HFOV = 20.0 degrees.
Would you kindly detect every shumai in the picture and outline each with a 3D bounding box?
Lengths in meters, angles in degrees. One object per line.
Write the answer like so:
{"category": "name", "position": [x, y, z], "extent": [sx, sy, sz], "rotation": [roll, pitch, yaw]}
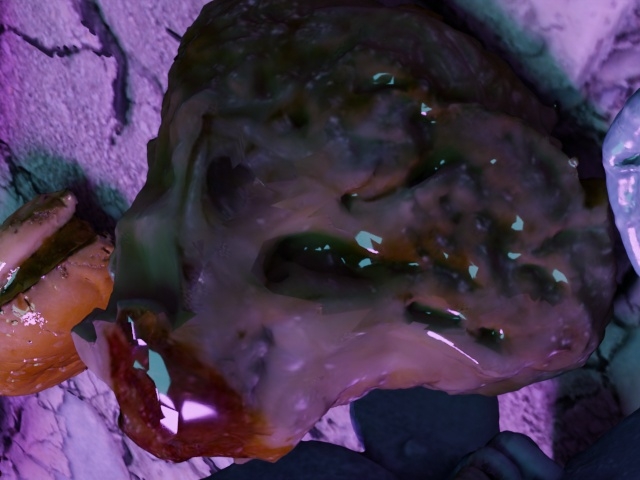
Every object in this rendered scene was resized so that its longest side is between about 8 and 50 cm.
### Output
{"category": "shumai", "position": [-0.002, 0.001, 1.157], "extent": [0.346, 0.283, 0.217], "rotation": [46, 142, 7]}

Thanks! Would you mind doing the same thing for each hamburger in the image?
{"category": "hamburger", "position": [-0.248, 0.063, 1.550], "extent": [0.124, 0.131, 0.262], "rotation": [45, 145, 5]}

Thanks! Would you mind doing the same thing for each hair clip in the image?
{"category": "hair clip", "position": [0.116, 0.239, 1.212], "extent": [0.392, 0.318, 0.238], "rotation": [5, 124, 38]}

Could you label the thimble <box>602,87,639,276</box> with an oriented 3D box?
{"category": "thimble", "position": [0.281, -0.029, 0.983], "extent": [0.235, 0.143, 0.198], "rotation": [37, 140, 15]}
